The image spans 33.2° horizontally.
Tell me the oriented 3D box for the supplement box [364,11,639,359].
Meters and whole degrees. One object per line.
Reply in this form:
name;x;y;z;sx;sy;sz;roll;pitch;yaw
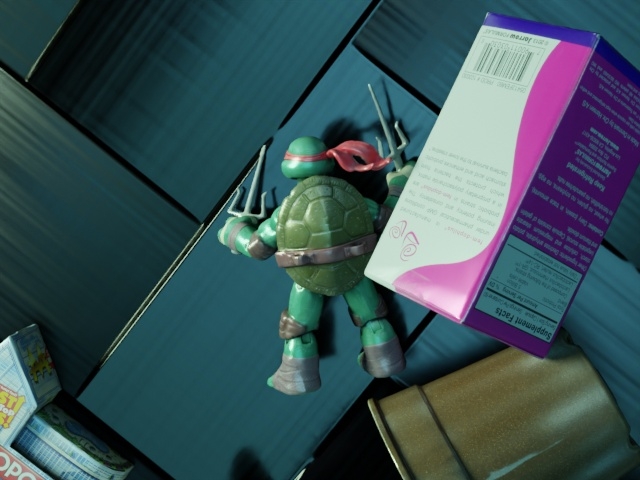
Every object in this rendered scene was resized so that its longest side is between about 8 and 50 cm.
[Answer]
supplement box;0.145;-0.040;0.799;0.114;0.111;0.220;26;91;-41

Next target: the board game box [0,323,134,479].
board game box;-0.273;0.182;0.938;0.194;0.060;0.194;37;100;2

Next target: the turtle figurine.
turtle figurine;0.000;0.000;0.860;0.175;0.118;0.234;-6;102;8

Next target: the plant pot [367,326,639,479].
plant pot;0.149;0.160;0.840;0.165;0.167;0.167;-29;93;2
